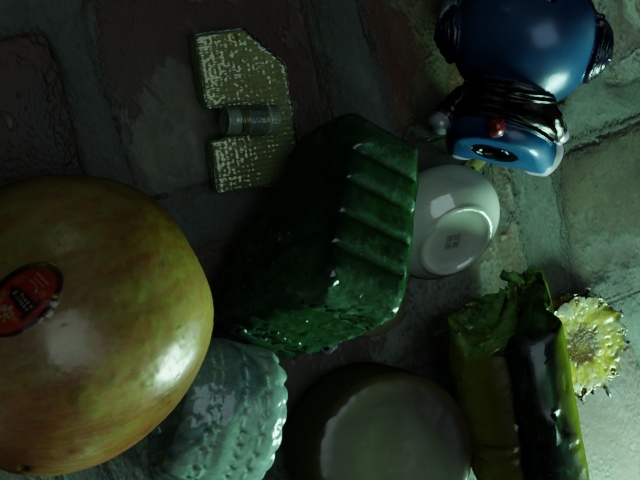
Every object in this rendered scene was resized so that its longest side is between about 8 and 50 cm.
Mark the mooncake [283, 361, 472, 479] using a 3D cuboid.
[{"bbox_3d":[0.087,0.335,1.940,0.284,0.155,0.284,-2,96,-23],"label":"mooncake"}]

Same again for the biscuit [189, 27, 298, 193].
[{"bbox_3d":[-0.115,-0.200,1.850,0.147,0.046,0.250,-13,102,-23],"label":"biscuit"}]

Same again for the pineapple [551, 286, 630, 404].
[{"bbox_3d":[0.460,0.189,2.168,0.221,0.047,0.221,-3,98,-22],"label":"pineapple"}]

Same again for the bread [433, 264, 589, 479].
[{"bbox_3d":[0.322,0.258,2.005,0.208,0.251,0.377,-14,104,11],"label":"bread"}]

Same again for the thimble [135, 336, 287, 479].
[{"bbox_3d":[-0.159,0.259,1.786,0.172,0.205,0.250,12,119,-26],"label":"thimble"}]

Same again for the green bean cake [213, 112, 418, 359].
[{"bbox_3d":[0.000,0.000,1.797,0.169,0.300,0.308,25,61,-29],"label":"green bean cake"}]

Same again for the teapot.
[{"bbox_3d":[0.178,-0.035,1.959,0.298,0.139,0.204,-3,129,-28],"label":"teapot"}]

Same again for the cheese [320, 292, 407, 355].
[{"bbox_3d":[0.062,0.118,1.966,0.171,0.047,0.092,-19,102,-22],"label":"cheese"}]

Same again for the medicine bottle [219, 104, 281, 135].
[{"bbox_3d":[-0.105,-0.179,1.805,0.083,0.047,0.047,-3,97,-25],"label":"medicine bottle"}]

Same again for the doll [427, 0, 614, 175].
[{"bbox_3d":[0.314,-0.283,1.940,0.284,0.240,0.310,16,82,3],"label":"doll"}]

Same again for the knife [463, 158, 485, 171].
[{"bbox_3d":[0.329,-0.220,2.075,0.047,0.017,0.298,46,76,-16],"label":"knife"}]

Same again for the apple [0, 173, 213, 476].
[{"bbox_3d":[-0.332,0.099,1.599,0.346,0.391,0.391,-17,102,-31],"label":"apple"}]
